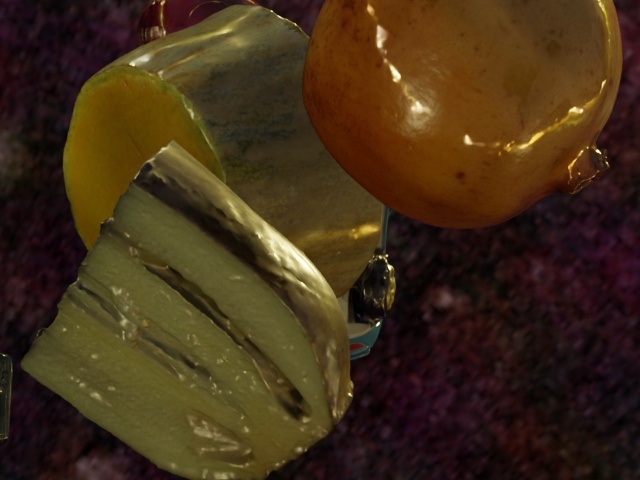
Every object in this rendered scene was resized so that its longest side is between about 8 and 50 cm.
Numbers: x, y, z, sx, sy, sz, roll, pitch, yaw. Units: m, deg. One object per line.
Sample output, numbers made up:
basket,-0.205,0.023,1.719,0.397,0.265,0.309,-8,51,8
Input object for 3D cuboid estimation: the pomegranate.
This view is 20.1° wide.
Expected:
pomegranate,0.122,-0.136,1.442,0.264,0.264,0.264,14,52,-18

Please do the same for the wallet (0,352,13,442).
wallet,-0.340,0.144,1.660,0.129,0.026,0.088,4,89,-40

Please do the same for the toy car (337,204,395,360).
toy car,0.000,0.000,2.144,0.198,0.166,0.314,3,57,5

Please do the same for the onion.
onion,-0.140,-0.224,2.212,0.173,0.135,0.198,10,72,-11

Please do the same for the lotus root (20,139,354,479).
lotus root,-0.085,0.070,1.589,0.260,0.267,0.149,34,40,-1

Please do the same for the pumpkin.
pumpkin,-0.115,-0.059,1.864,0.199,0.332,0.332,-25,70,-42
